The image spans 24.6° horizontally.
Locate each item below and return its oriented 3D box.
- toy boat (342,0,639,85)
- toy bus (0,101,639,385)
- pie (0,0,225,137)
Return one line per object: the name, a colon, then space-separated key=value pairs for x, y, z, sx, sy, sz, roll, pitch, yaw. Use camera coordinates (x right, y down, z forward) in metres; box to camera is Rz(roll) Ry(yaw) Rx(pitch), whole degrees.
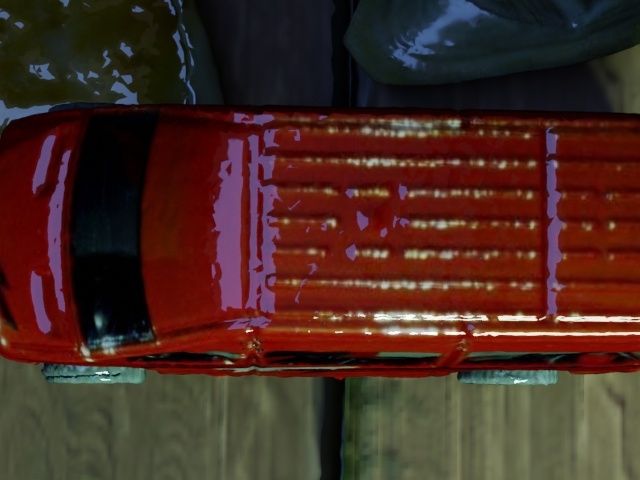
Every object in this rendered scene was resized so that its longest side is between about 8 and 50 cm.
toy boat: x=0.073 y=-0.088 z=0.398 sx=0.089 sy=0.185 sz=0.071 roll=49 pitch=63 yaw=-14
toy bus: x=0.000 y=0.000 z=0.405 sx=0.195 sy=0.089 sz=0.081 roll=1 pitch=85 yaw=-2
pie: x=-0.153 y=-0.024 z=0.495 sx=0.282 sy=0.068 sz=0.128 roll=-13 pitch=85 yaw=11
